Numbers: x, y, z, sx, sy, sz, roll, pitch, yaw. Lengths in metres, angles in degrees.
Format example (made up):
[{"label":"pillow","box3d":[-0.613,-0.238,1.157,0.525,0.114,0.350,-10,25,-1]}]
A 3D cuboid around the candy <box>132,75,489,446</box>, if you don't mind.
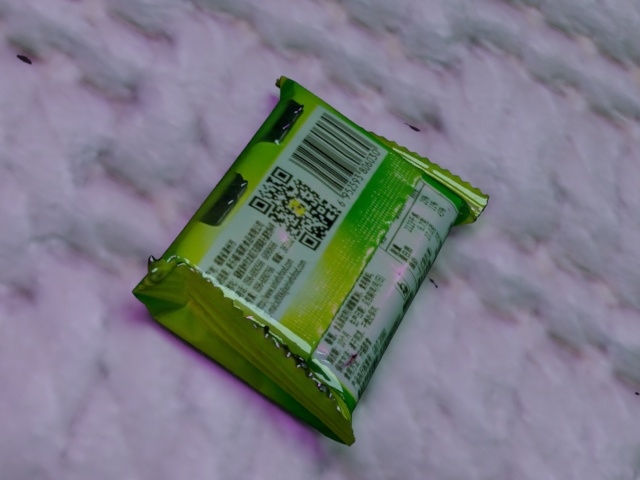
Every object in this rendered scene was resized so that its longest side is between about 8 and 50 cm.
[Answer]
[{"label":"candy","box3d":[0.000,0.001,0.768,0.102,0.032,0.178,37,37,-3]}]
